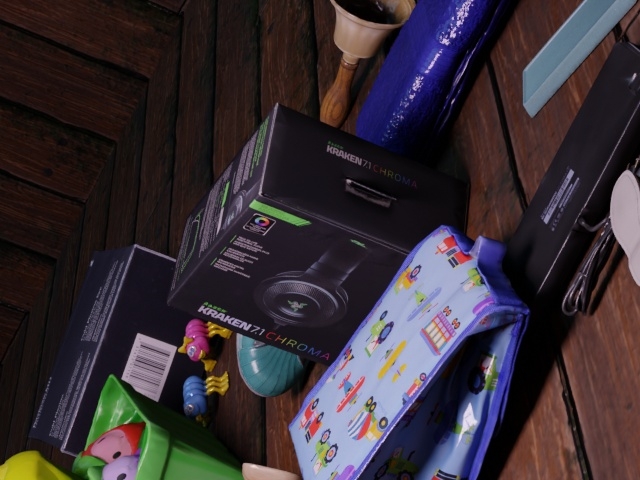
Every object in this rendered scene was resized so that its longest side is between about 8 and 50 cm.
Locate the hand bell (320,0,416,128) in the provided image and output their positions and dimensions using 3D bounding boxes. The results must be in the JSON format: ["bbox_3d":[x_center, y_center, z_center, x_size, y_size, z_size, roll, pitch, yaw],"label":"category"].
[{"bbox_3d":[0.040,-0.243,2.263,0.126,0.126,0.242,-89,14,-48],"label":"hand bell"}]

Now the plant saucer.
[{"bbox_3d":[0.261,-0.208,1.656,0.192,0.018,0.067,-50,26,44],"label":"plant saucer"}]

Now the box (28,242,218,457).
[{"bbox_3d":[-0.313,0.196,2.634,0.312,0.179,0.343,-4,66,70],"label":"box"}]

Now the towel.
[{"bbox_3d":[0.141,-0.224,1.957,0.227,0.076,0.308,-90,26,-65],"label":"towel"}]

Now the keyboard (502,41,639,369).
[{"bbox_3d":[0.240,-0.022,1.484,0.317,0.033,0.201,-65,17,16],"label":"keyboard"}]

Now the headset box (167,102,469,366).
[{"bbox_3d":[0.000,0.000,1.817,0.283,0.246,0.131,-46,28,49],"label":"headset box"}]

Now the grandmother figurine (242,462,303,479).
[{"bbox_3d":[-0.093,0.433,1.858,0.208,0.104,0.342,70,-147,-74],"label":"grandmother figurine"}]

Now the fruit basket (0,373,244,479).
[{"bbox_3d":[-0.314,0.336,2.157,0.392,0.392,0.283,-158,85,-73],"label":"fruit basket"}]

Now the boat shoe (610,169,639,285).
[{"bbox_3d":[0.272,-0.008,1.338,0.125,0.038,0.046,-100,27,-48],"label":"boat shoe"}]

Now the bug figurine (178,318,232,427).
[{"bbox_3d":[-0.148,0.131,2.395,0.279,0.072,0.216,-63,18,20],"label":"bug figurine"}]

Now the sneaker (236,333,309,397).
[{"bbox_3d":[-0.021,0.051,2.049,0.121,0.108,0.302,157,133,-72],"label":"sneaker"}]

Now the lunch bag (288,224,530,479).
[{"bbox_3d":[0.096,0.124,1.551,0.221,0.138,0.293,-114,47,-69],"label":"lunch bag"}]
